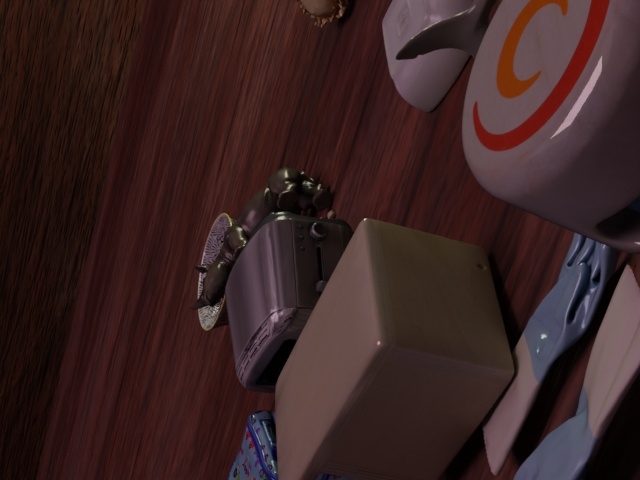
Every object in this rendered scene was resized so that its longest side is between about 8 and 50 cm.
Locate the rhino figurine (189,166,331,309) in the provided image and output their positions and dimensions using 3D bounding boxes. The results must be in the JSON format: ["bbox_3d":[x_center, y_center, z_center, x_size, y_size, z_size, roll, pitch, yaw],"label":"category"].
[{"bbox_3d":[-0.089,0.003,1.449,0.243,0.073,0.106,-48,24,8],"label":"rhino figurine"}]

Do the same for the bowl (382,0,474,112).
[{"bbox_3d":[0.108,-0.222,1.144,0.142,0.053,0.142,120,153,-48],"label":"bowl"}]

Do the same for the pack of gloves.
[{"bbox_3d":[0.189,0.105,0.808,0.195,0.046,0.232,-86,14,-60],"label":"pack of gloves"}]

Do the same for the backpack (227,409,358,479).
[{"bbox_3d":[-0.015,0.229,1.184,0.158,0.116,0.173,-114,41,-56],"label":"backpack"}]

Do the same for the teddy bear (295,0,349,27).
[{"bbox_3d":[-0.009,-0.453,1.460,0.245,0.113,0.338,96,156,-53],"label":"teddy bear"}]

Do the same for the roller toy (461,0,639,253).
[{"bbox_3d":[0.194,-0.096,0.707,0.191,0.146,0.209,-67,19,7],"label":"roller toy"}]

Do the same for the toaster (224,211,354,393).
[{"bbox_3d":[-0.037,0.082,1.292,0.227,0.129,0.146,125,146,-48],"label":"toaster"}]

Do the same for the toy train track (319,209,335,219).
[{"bbox_3d":[0.000,0.000,1.395,0.048,0.014,0.083,-116,39,-59],"label":"toy train track"}]

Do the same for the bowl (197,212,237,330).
[{"bbox_3d":[-0.116,0.051,1.595,0.170,0.080,0.170,-170,90,-71],"label":"bowl"}]

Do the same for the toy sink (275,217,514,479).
[{"bbox_3d":[0.060,0.125,0.987,0.153,0.131,0.234,-95,25,-49],"label":"toy sink"}]

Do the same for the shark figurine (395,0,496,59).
[{"bbox_3d":[0.159,-0.245,0.928,0.278,0.116,0.166,163,116,-66],"label":"shark figurine"}]
